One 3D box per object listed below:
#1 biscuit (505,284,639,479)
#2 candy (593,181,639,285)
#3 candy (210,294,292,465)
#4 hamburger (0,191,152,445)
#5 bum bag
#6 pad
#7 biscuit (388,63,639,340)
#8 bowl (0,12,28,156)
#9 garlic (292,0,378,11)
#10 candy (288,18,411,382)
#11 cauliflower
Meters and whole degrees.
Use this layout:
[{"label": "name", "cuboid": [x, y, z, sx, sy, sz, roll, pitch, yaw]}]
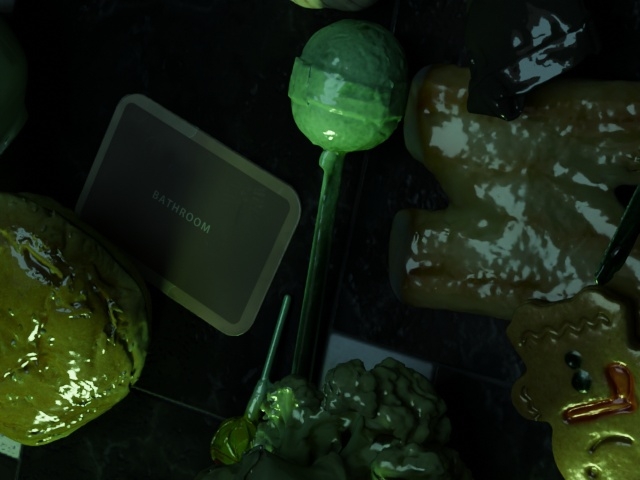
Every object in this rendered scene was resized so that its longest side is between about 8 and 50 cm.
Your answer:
[{"label": "biscuit", "cuboid": [0.251, 0.151, 1.559, 0.166, 0.036, 0.225, -15, 101, 34]}, {"label": "candy", "cuboid": [0.300, -0.106, 1.476, 0.097, 0.097, 0.323, 19, 76, 30]}, {"label": "candy", "cuboid": [-0.061, 0.148, 1.780, 0.062, 0.058, 0.194, 19, 91, 21]}, {"label": "hamburger", "cuboid": [-0.310, 0.080, 1.830, 0.265, 0.134, 0.285, 44, 122, -11]}, {"label": "bum bag", "cuboid": [0.189, -0.264, 1.592, 0.142, 0.080, 0.326, -12, 71, 36]}, {"label": "pad", "cuboid": [-0.146, -0.030, 1.851, 0.266, 0.002, 0.176, 32, 106, 27]}, {"label": "biscuit", "cuboid": [0.202, -0.039, 1.607, 0.291, 0.062, 0.237, 6, 93, 31]}, {"label": "bowl", "cuboid": [-0.430, -0.128, 1.882, 0.163, 0.307, 0.307, 43, 116, -15]}, {"label": "garlic", "cuboid": [-0.026, -0.317, 1.652, 0.199, 0.226, 0.199, 4, 98, 33]}, {"label": "candy", "cuboid": [0.000, 0.000, 1.717, 0.119, 0.119, 0.440, 19, 106, 30]}, {"label": "cauliflower", "cuboid": [0.029, 0.235, 1.599, 0.327, 0.281, 0.260, 32, 74, 33]}]
